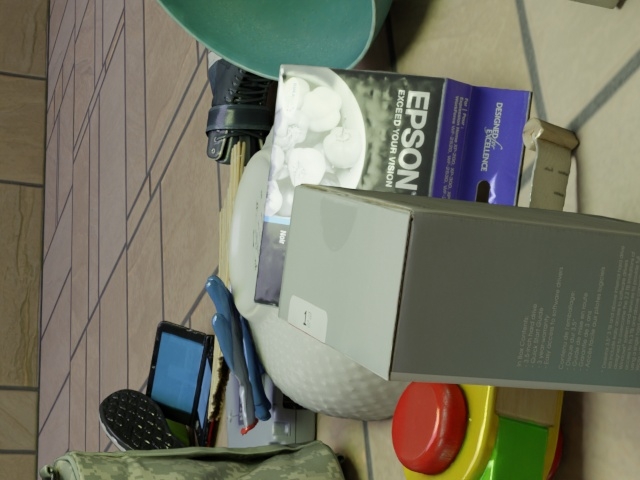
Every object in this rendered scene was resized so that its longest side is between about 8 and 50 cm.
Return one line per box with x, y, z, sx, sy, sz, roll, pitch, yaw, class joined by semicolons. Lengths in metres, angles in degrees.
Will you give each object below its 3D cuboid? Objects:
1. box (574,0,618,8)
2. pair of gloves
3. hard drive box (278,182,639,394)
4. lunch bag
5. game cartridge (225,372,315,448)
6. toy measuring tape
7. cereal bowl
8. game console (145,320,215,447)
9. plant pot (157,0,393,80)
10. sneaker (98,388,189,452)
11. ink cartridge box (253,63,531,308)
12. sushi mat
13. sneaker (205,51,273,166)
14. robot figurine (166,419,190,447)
0.085;-0.242;0.811;0.094;0.275;0.113;116;151;-42;box
-0.082;0.112;1.245;0.198;0.023;0.159;20;-123;-86;pair of gloves
0.115;0.026;0.720;0.181;0.232;0.089;-160;77;-70;hard drive box
-0.112;0.321;1.162;0.212;0.305;0.256;157;114;-64;lunch bag
-0.060;0.113;1.427;0.198;0.062;0.297;144;129;-69;game cartridge
0.120;0.078;0.883;0.121;0.121;0.330;152;130;-66;toy measuring tape
0.000;0.000;1.172;0.339;0.141;0.339;-174;90;-71;cereal bowl
-0.191;0.201;1.700;0.124;0.085;0.144;-122;42;-69;game console
-0.028;-0.329;1.212;0.195;0.290;0.290;-55;5;-30;plant pot
-0.233;0.308;1.698;0.235;0.084;0.097;43;141;31;sneaker
0.053;-0.032;0.990;0.208;0.045;0.206;8;93;25;ink cartridge box
-0.110;0.043;1.439;0.151;0.019;0.316;105;168;-49;sushi mat
-0.082;-0.179;1.517;0.226;0.086;0.163;157;116;-66;sneaker
-0.223;0.309;1.787;0.101;0.067;0.115;-52;36;35;robot figurine
